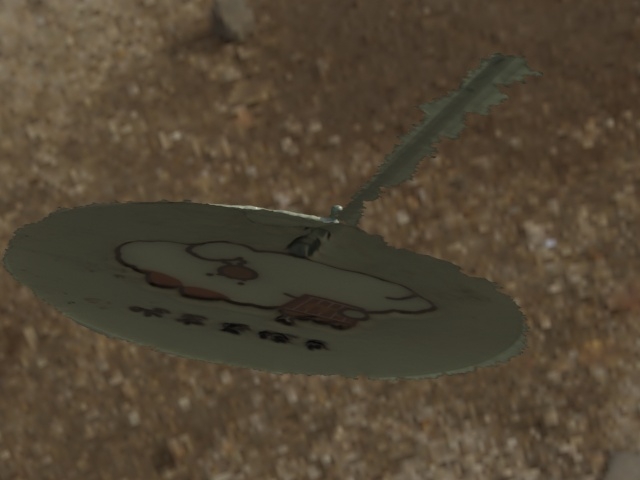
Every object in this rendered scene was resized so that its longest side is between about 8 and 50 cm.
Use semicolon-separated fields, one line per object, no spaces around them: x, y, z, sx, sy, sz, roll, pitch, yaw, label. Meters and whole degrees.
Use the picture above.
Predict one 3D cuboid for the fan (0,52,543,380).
0.000;-0.001;0.589;0.191;0.329;0.009;13;70;-12;fan
